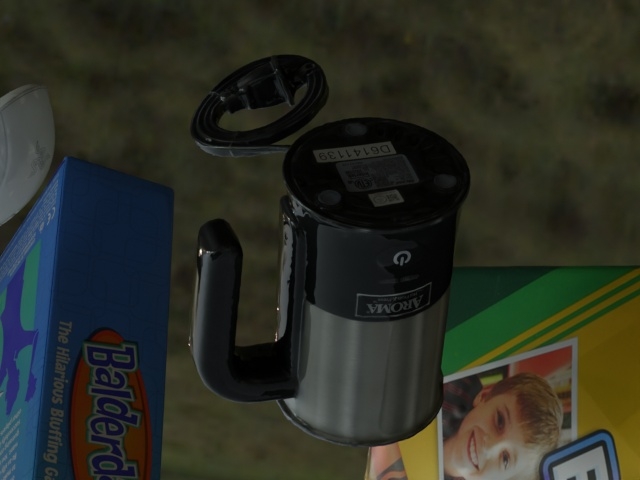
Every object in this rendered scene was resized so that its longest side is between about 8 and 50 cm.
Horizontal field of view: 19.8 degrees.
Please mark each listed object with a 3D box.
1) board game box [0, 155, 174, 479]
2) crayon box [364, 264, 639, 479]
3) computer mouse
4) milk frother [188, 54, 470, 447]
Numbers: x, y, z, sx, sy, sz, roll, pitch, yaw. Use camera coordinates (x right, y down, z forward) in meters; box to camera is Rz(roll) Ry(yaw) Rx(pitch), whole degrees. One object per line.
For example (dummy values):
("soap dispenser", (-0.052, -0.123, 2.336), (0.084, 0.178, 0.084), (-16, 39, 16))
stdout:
("board game box", (-0.107, 0.100, 0.651), (0.047, 0.210, 0.160), (17, 141, -22))
("crayon box", (0.154, 0.196, 0.909), (0.106, 0.363, 0.313), (16, 168, -41))
("computer mouse", (-0.203, -0.013, 1.060), (0.193, 0.042, 0.106), (-49, 171, 37))
("milk frother", (0.000, 0.000, 0.868), (0.129, 0.143, 0.134), (3, 129, -2))
